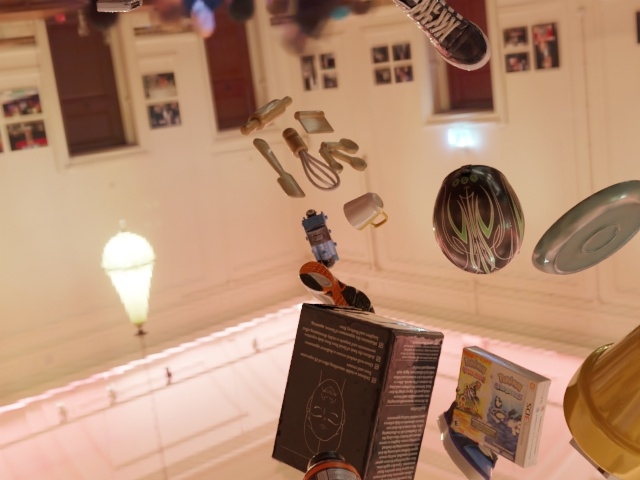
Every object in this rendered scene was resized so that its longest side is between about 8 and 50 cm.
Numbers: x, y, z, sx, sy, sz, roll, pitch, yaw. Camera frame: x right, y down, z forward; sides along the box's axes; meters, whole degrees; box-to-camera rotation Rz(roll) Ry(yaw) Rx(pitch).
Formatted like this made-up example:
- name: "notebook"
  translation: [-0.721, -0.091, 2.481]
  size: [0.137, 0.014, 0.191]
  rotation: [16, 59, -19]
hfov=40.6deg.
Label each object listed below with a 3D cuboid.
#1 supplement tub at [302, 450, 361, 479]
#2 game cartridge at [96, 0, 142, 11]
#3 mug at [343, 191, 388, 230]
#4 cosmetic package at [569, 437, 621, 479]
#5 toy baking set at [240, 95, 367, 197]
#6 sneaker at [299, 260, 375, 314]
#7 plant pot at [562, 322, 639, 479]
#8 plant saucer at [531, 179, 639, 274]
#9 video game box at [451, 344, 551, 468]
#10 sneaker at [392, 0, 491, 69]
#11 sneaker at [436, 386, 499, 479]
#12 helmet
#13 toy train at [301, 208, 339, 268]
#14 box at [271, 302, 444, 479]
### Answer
- name: "supplement tub"
  translation: [0.024, 0.437, 1.436]
  size: [0.106, 0.106, 0.198]
  rotation: [-8, -156, -5]
- name: "game cartridge"
  translation: [-0.307, -0.358, 1.312]
  size: [0.056, 0.017, 0.083]
  rotation: [5, -159, 2]
- name: "mug"
  translation: [0.092, -0.061, 1.683]
  size: [0.064, 0.062, 0.078]
  rotation: [-34, 157, 30]
- name: "cosmetic package"
  translation: [0.862, 0.533, 2.274]
  size: [0.385, 0.217, 0.156]
  rotation: [27, -168, -36]
- name: "toy baking set"
  translation: [-0.028, -0.156, 1.388]
  size: [0.197, 0.030, 0.256]
  rotation: [34, -144, 12]
- name: "sneaker"
  translation: [0.048, 0.158, 2.460]
  size: [0.099, 0.262, 0.121]
  rotation: [-47, 180, -10]
- name: "plant pot"
  translation: [0.571, 0.246, 1.457]
  size: [0.254, 0.239, 0.254]
  rotation: [7, -134, -7]
- name: "plant saucer"
  translation: [0.635, -0.015, 1.997]
  size: [0.318, 0.317, 0.043]
  rotation: [-12, -125, -25]
- name: "video game box"
  translation: [0.364, 0.335, 1.766]
  size: [0.048, 0.187, 0.205]
  rotation: [-2, -165, -38]
- name: "sneaker"
  translation: [0.244, -0.483, 1.849]
  size: [0.099, 0.282, 0.153]
  rotation: [-44, 152, 13]
- name: "sneaker"
  translation: [0.431, 0.466, 2.197]
  size: [0.236, 0.130, 0.323]
  rotation: [-41, -163, 8]
- name: "helmet"
  translation: [0.268, -0.028, 1.466]
  size: [0.170, 0.169, 0.161]
  rotation: [-5, -128, 9]
- name: "toy train"
  translation: [0.000, 0.000, 2.442]
  size: [0.080, 0.184, 0.105]
  rotation: [-18, -147, 3]
- name: "box"
  translation: [0.087, 0.374, 2.067]
  size: [0.294, 0.395, 0.212]
  rotation: [14, -178, 42]
